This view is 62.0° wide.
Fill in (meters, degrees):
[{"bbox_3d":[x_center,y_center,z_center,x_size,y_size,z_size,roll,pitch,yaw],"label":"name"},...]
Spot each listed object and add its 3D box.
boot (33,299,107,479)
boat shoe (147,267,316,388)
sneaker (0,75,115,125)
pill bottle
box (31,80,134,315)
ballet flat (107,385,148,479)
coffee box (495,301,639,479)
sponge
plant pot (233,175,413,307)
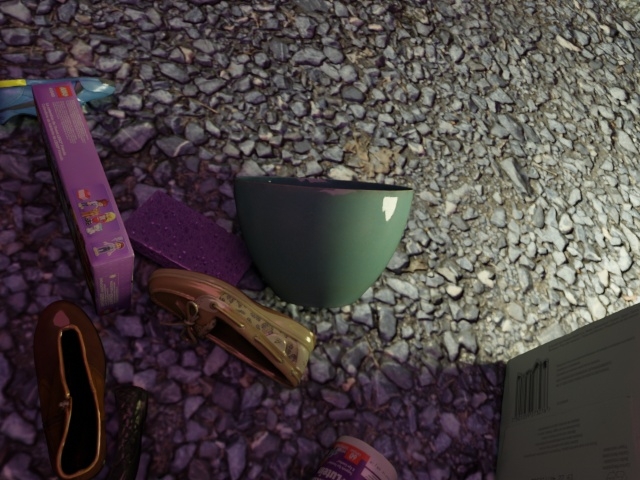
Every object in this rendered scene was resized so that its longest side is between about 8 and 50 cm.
[{"bbox_3d":[-0.314,0.158,0.648,0.096,0.280,0.264,-1,64,-21],"label":"boot"},{"bbox_3d":[-0.144,0.134,0.831,0.285,0.104,0.089,26,55,-7],"label":"boat shoe"},{"bbox_3d":[-0.465,-0.245,0.941,0.209,0.069,0.082,-18,104,-36],"label":"sneaker"},{"bbox_3d":[0.019,0.389,0.757,0.108,0.108,0.193,40,57,2],"label":"pill bottle"},{"bbox_3d":[-0.352,-0.056,0.794,0.057,0.201,0.293,-17,70,-27],"label":"box"},{"bbox_3d":[-0.274,0.288,0.735,0.049,0.057,0.173,4,56,-7],"label":"ballet flat"},{"bbox_3d":[0.513,0.354,0.826,0.334,0.337,0.338,24,58,-8],"label":"coffee box"},{"bbox_3d":[-0.219,0.006,0.901,0.210,0.031,0.117,30,46,-2],"label":"sponge"},{"bbox_3d":[0.000,0.000,0.884,0.290,0.290,0.195,0,100,-21],"label":"plant pot"}]
